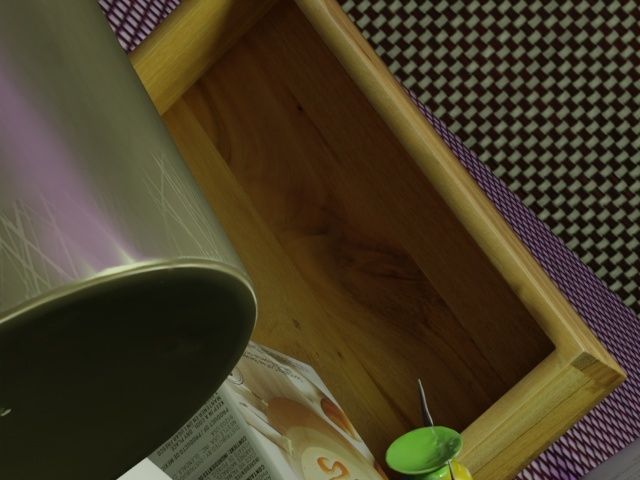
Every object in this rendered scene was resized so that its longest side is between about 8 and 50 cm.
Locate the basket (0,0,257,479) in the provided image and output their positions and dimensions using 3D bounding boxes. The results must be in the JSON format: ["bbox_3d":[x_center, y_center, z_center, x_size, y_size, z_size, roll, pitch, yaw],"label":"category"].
[{"bbox_3d":[-0.127,-0.042,0.477,0.227,0.154,0.204,56,16,22],"label":"basket"}]

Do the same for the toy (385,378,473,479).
[{"bbox_3d":[0.071,0.212,1.078,0.137,0.056,0.237,-108,-174,-64],"label":"toy"}]

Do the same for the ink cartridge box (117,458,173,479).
[{"bbox_3d":[-0.069,0.163,0.771,0.180,0.104,0.060,44,12,-15],"label":"ink cartridge box"}]

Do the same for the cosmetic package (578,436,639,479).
[{"bbox_3d":[0.358,0.274,1.413,0.230,0.161,0.453,55,0,-10],"label":"cosmetic package"}]

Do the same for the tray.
[{"bbox_3d":[0.000,0.000,1.261,0.076,0.203,0.411,30,21,-54],"label":"tray"}]

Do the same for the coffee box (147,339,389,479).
[{"bbox_3d":[-0.011,0.166,0.957,0.141,0.098,0.246,27,23,-55],"label":"coffee box"}]
